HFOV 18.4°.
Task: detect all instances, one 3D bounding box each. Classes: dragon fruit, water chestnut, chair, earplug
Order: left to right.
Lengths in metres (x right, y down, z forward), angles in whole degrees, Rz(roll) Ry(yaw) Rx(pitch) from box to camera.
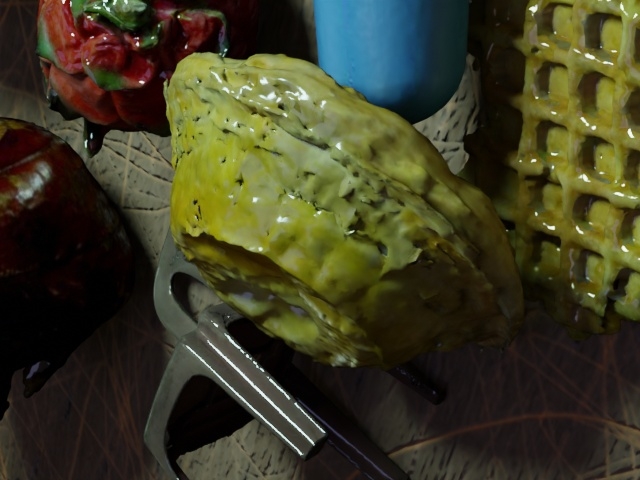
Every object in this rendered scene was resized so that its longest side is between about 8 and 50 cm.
[{"bbox_3d":[-0.316,0.024,1.779,0.289,0.289,0.244,-43,62,45],"label":"water chestnut"},{"bbox_3d":[-0.144,-0.180,1.590,0.274,0.193,0.192,-166,56,-80],"label":"dragon fruit"},{"bbox_3d":[-0.077,0.089,1.620,0.326,0.183,0.175,42,129,26],"label":"chair"},{"bbox_3d":[0.049,-0.212,1.365,0.132,0.132,0.273,16,115,42],"label":"earplug"}]

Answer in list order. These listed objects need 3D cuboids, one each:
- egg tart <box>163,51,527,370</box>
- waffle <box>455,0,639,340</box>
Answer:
[{"bbox_3d":[0.001,-0.001,1.440,0.341,0.129,0.341,30,161,12],"label":"egg tart"},{"bbox_3d":[0.184,-0.079,1.379,0.281,0.058,0.300,-13,92,50],"label":"waffle"}]
